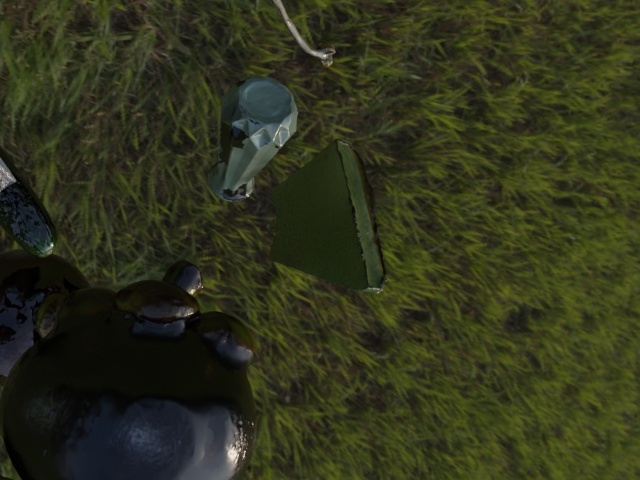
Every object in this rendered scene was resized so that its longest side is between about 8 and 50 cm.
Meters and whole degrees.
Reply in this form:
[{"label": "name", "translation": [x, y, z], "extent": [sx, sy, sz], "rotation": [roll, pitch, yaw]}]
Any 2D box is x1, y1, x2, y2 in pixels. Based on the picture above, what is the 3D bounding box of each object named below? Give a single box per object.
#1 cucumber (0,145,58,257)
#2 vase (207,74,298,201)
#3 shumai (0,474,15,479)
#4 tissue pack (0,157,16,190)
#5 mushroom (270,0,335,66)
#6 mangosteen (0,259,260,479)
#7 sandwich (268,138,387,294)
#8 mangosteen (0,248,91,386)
[{"label": "cucumber", "translation": [-0.466, -0.076, 1.015], "extent": [0.074, 0.074, 0.241], "rotation": [-40, 86, -17]}, {"label": "vase", "translation": [-0.164, -0.209, 1.519], "extent": [0.165, 0.360, 0.165], "rotation": [7, 67, -17]}, {"label": "shumai", "translation": [-0.517, 0.346, 0.847], "extent": [0.267, 0.314, 0.262], "rotation": [-79, 159, -48]}, {"label": "tissue pack", "translation": [-0.475, -0.128, 0.876], "extent": [0.065, 0.155, 0.115], "rotation": [-46, 160, -15]}, {"label": "mushroom", "translation": [-0.056, -0.268, 0.679], "extent": [0.286, 0.026, 0.028], "rotation": [45, 53, -48]}, {"label": "mangosteen", "translation": [-0.191, 0.169, 0.757], "extent": [0.288, 0.287, 0.233], "rotation": [-33, 134, -21]}, {"label": "sandwich", "translation": [0.000, 0.000, 1.072], "extent": [0.063, 0.212, 0.245], "rotation": [11, 58, -39]}, {"label": "mangosteen", "translation": [-0.587, 0.153, 1.403], "extent": [0.297, 0.293, 0.297], "rotation": [31, 47, -39]}]
